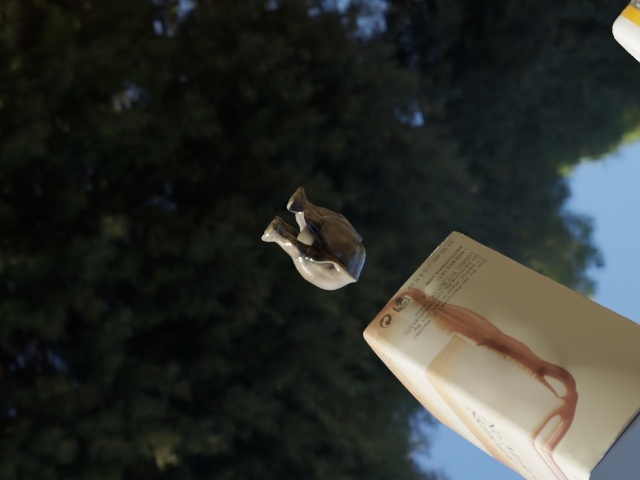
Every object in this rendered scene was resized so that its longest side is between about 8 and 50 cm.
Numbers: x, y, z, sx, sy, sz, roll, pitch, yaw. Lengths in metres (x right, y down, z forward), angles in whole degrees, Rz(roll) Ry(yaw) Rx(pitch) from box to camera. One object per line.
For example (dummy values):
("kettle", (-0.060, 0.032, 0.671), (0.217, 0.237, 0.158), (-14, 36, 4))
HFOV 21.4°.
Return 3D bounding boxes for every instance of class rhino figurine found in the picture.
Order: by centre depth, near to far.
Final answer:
("rhino figurine", (0.000, 0.000, 1.794), (0.073, 0.106, 0.243), (-51, -178, 5))

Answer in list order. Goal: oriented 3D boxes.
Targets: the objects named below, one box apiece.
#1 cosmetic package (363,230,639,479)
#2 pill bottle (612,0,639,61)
("cosmetic package", (0.189, 0.122, 1.366), (0.129, 0.153, 0.296), (-48, -145, -10))
("pill bottle", (0.465, -0.287, 1.849), (0.278, 0.162, 0.162), (-50, -158, 8))
